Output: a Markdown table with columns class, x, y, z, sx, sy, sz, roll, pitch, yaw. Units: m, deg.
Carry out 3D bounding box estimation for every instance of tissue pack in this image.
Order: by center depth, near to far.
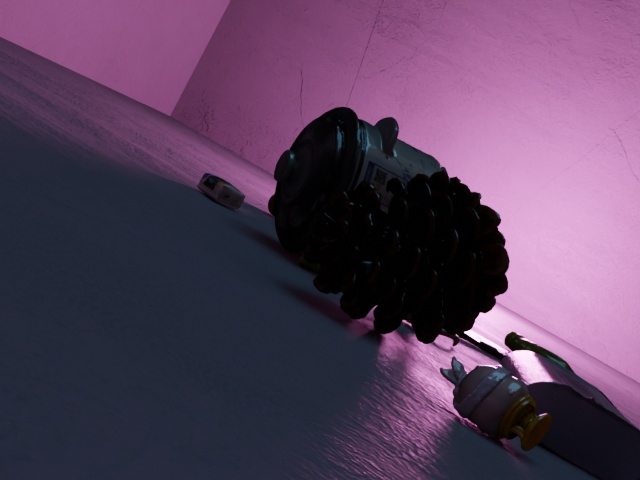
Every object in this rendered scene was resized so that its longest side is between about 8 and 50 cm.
| class | x | y | z | sx | sy | sz | roll | pitch | yaw |
| --- | --- | --- | --- | --- | --- | --- | --- | --- | --- |
| tissue pack | -0.193 | -0.096 | 1.894 | 0.062 | 0.042 | 0.083 | 28 | 4 | -38 |

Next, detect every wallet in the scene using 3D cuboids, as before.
| class | x | y | z | sx | sy | sz | roll | pitch | yaw |
| --- | --- | --- | --- | --- | --- | --- | --- | --- | --- |
| wallet | 0.303 | 0.193 | 1.822 | 0.157 | 0.018 | 0.082 | 28 | 5 | -11 |

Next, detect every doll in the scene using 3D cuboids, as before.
| class | x | y | z | sx | sy | sz | roll | pitch | yaw |
| --- | --- | --- | --- | --- | --- | --- | --- | --- | --- |
| doll | 0.184 | 0.175 | 1.048 | 0.127 | 0.073 | 0.084 | 36 | -25 | 33 |

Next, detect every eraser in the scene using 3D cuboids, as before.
| class | x | y | z | sx | sy | sz | roll | pitch | yaw |
| --- | --- | --- | --- | --- | --- | --- | --- | --- | --- |
| eraser | 0.314 | 0.217 | 1.233 | 0.174 | 0.081 | 0.227 | 32 | 4 | 3 |

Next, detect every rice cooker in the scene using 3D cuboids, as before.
| class | x | y | z | sx | sy | sz | roll | pitch | yaw |
| --- | --- | --- | --- | --- | --- | --- | --- | --- | --- |
| rice cooker | 0.058 | -0.079 | 1.683 | 0.317 | 0.316 | 0.264 | 26 | 35 | -27 |

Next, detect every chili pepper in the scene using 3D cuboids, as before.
| class | x | y | z | sx | sy | sz | roll | pitch | yaw |
| --- | --- | --- | --- | --- | --- | --- | --- | --- | --- |
| chili pepper | 0.466 | 0.250 | 2.026 | 0.052 | 0.050 | 0.202 | -23 | 42 | -35 |

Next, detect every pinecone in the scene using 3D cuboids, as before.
| class | x | y | z | sx | sy | sz | roll | pitch | yaw |
| --- | --- | --- | --- | --- | --- | --- | --- | --- | --- |
| pinecone | 0.108 | 0.013 | 1.327 | 0.292 | 0.246 | 0.246 | 12 | 14 | -38 |

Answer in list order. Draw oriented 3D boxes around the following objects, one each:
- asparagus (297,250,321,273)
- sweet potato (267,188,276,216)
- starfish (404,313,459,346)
| class | x | y | z | sx | sy | sz | roll | pitch | yaw |
| --- | --- | --- | --- | --- | --- | --- | --- | --- | --- |
| asparagus | 0.032 | 0.057 | 1.624 | 0.165 | 0.030 | 0.036 | 26 | -4 | -30 |
| sweet potato | -0.070 | -0.062 | 2.191 | 0.069 | 0.059 | 0.249 | 41 | 1 | -37 |
| starfish | 0.143 | 0.101 | 1.601 | 0.217 | 0.050 | 0.223 | 51 | -14 | -14 |
